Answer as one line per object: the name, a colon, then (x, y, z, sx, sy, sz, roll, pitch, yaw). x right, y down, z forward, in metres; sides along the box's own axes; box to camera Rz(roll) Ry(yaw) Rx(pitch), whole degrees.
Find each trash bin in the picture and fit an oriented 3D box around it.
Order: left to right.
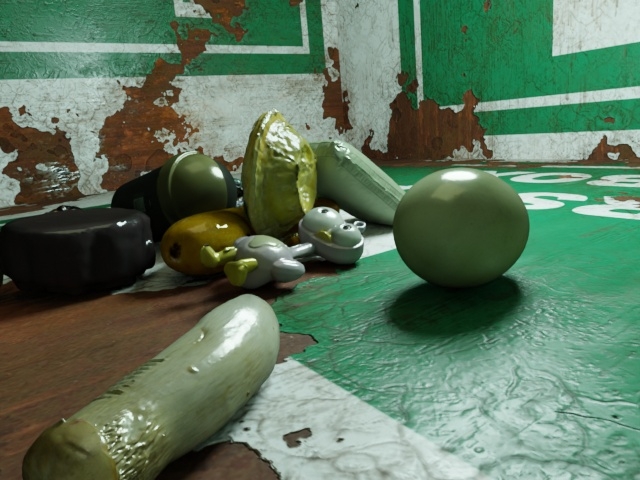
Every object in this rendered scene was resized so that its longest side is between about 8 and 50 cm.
trash bin: (-0.349, -0.099, 1.258, 0.334, 0.214, 0.214, -14, 6, 35)

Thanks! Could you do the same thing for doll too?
doll: (-0.042, 0.014, 0.950, 0.365, 0.094, 0.160, -20, 33, -41)

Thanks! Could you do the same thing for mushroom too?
mushroom: (-0.126, 0.133, 0.491, 0.123, 0.095, 0.351, -19, 6, 21)

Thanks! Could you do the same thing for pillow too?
pillow: (0.081, -0.143, 1.280, 0.322, 0.120, 0.255, 33, -11, -31)

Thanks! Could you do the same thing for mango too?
mango: (-0.223, 0.000, 1.044, 0.177, 0.120, 0.295, -7, 7, 10)

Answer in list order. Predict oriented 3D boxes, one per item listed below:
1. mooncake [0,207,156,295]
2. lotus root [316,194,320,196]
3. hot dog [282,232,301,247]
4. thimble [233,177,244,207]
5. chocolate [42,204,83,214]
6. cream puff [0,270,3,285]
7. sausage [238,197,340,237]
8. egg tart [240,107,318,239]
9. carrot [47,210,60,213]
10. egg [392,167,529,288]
mooncake: (-0.477, 0.018, 0.999, 0.283, 0.141, 0.283, 0, 11, 0)
lotus root: (-0.063, -0.225, 1.931, 0.145, 0.128, 0.260, -27, 22, -34)
hot dog: (0.000, 0.000, 1.111, 0.165, 0.045, 0.071, -8, 11, -6)
thimble: (-0.331, -0.169, 1.817, 0.135, 0.118, 0.090, 5, 9, -39)
chocolate: (-0.585, 0.008, 1.188, 0.156, 0.156, 0.133, -16, 45, -40)
cream puff: (-0.674, 0.066, 0.926, 0.156, 0.121, 0.156, 14, -1, 0)
sausage: (-0.087, -0.056, 1.270, 0.274, 0.105, 0.105, -6, 13, -3)
egg tart: (-0.076, -0.140, 1.087, 0.115, 0.290, 0.290, 3, 14, 13)
carrot: (-0.510, -0.025, 1.162, 0.224, 0.057, 0.057, 25, -7, -37)
egg: (0.227, -0.021, 0.798, 0.254, 0.188, 0.188, -9, 12, -42)
